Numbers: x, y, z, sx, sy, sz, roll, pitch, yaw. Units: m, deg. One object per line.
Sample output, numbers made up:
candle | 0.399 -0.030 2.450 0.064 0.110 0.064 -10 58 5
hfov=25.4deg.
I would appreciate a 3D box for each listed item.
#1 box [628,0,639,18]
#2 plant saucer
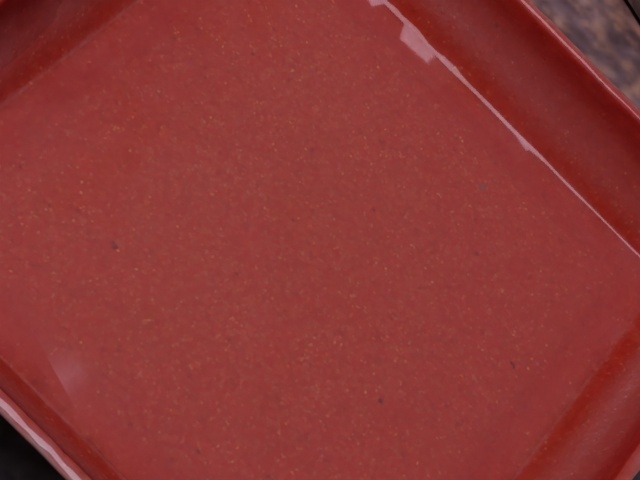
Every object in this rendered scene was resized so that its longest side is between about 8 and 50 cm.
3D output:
box | 0.201 -0.193 0.697 0.183 0.056 0.231 -23 74 -29
plant saucer | 0.000 0.000 0.481 0.259 0.048 0.258 45 57 0
